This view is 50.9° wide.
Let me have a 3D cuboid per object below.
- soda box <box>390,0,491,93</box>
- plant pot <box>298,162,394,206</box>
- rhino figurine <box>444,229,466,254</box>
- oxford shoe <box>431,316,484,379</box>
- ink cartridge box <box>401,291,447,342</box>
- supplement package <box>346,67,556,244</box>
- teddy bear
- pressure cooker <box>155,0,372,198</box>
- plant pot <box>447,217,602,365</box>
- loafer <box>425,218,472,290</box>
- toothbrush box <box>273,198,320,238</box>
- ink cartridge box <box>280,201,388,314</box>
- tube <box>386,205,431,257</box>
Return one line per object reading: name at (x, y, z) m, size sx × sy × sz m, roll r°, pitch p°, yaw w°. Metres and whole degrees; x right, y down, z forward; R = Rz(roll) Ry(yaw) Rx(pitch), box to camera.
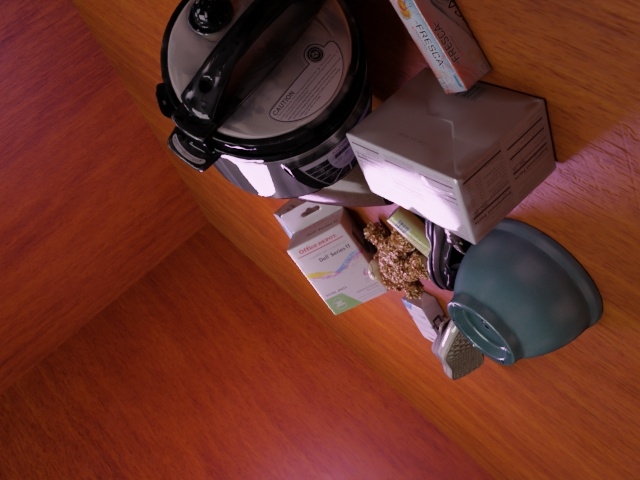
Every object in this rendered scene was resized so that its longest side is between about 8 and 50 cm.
soda box at (0.187, -0.320, 1.045) m, size 0.183 × 0.063 × 0.058 m, roll 53°, pitch 165°, yaw -20°
plant pot at (0.076, -0.163, 1.561) m, size 0.231 × 0.215 × 0.215 m, roll 22°, pitch 153°, yaw 32°
rhino figurine at (0.253, -0.082, 1.359) m, size 0.106 × 0.073 × 0.243 m, roll 4°, pitch 115°, yaw 66°
oxford shoe at (0.379, 0.259, 1.844) m, size 0.449 × 0.169 × 0.130 m, roll 74°, pitch 170°, yaw -62°
ink cartridge box at (0.335, 0.238, 2.078) m, size 0.104 × 0.060 × 0.180 m, roll 26°, pitch 153°, yaw 55°
supplement package at (0.216, -0.150, 1.122) m, size 0.262 × 0.204 × 0.145 m, roll 33°, pitch 158°, yaw 46°
teddy bear at (0.210, 0.060, 1.887) m, size 0.245 × 0.113 × 0.338 m, roll 54°, pitch 165°, yaw -15°
pressure cooker at (-0.096, -0.288, 1.238) m, size 0.420 × 0.376 × 0.369 m, roll 68°, pitch -162°, yaw -77°
plant pot at (0.385, 0.127, 1.370) m, size 0.293 × 0.196 × 0.293 m, roll 45°, pitch 165°, yaw 16°
loafer at (0.304, 0.024, 1.526) m, size 0.095 × 0.109 × 0.302 m, roll 26°, pitch 150°, yaw 35°
toothbrush box at (0.000, 0.000, 2.317) m, size 0.216 × 0.126 × 0.295 m, roll 28°, pitch 157°, yaw 54°
ink cartridge box at (0.039, 0.041, 2.103) m, size 0.353 × 0.207 × 0.119 m, roll 54°, pitch -157°, yaw -21°
tube at (0.272, 0.009, 1.688) m, size 0.240 × 0.062 × 0.070 m, roll 43°, pitch -160°, yaw -1°
